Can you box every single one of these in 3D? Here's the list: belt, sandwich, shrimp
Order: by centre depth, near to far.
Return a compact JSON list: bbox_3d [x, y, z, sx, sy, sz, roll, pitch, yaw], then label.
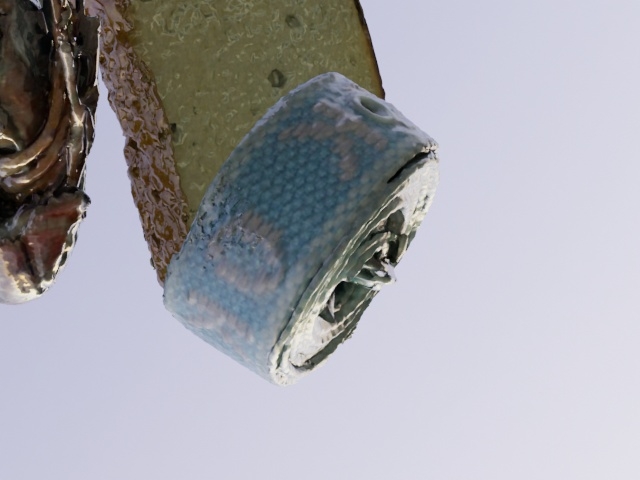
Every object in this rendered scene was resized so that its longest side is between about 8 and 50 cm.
[{"bbox_3d":[-0.136,-0.069,0.615,0.079,0.090,0.233,-70,-17,-46],"label":"shrimp"},{"bbox_3d":[-0.002,0.000,0.695,0.148,0.082,0.163,-60,-10,24],"label":"belt"},{"bbox_3d":[-0.059,-0.108,1.066,0.226,0.087,0.251,-21,-82,-38],"label":"sandwich"}]
